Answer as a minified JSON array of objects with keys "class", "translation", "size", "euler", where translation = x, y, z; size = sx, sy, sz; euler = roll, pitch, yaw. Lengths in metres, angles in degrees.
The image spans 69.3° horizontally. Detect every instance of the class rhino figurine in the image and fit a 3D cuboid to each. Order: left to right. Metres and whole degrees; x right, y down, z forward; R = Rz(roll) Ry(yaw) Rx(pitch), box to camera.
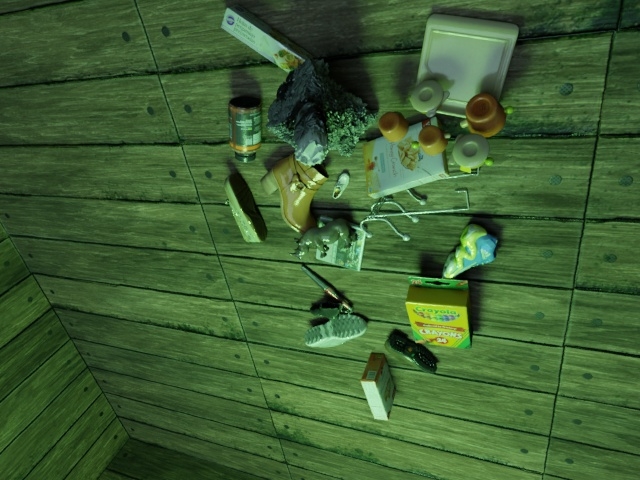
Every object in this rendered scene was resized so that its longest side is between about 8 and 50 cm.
[{"class":"rhino figurine","translation":[0.000,0.000,1.590],"size":[0.243,0.073,0.106],"euler":[-20,111,3]}]

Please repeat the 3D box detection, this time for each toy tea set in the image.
[{"class":"toy tea set","translation":[0.322,-0.301,1.219],"size":[0.336,0.124,0.200],"euler":[27,95,30]}]

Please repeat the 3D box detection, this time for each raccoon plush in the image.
[{"class":"raccoon plush","translation":[0.028,-0.267,1.233],"size":[0.299,0.446,0.216],"euler":[27,133,-31]}]

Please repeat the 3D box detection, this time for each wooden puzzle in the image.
[{"class":"wooden puzzle","translation":[0.368,-0.447,1.203],"size":[0.221,0.044,0.238],"euler":[16,123,15]}]

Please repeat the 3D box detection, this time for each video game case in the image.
[{"class":"video game case","translation":[0.074,0.011,1.674],"size":[0.173,0.022,0.190],"euler":[17,127,14]}]

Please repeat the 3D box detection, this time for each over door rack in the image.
[{"class":"over door rack","translation":[0.299,-0.110,1.340],"size":[0.324,0.239,0.108],"euler":[-15,114,33]}]

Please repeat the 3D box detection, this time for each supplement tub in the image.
[{"class":"supplement tub","translation":[-0.246,-0.357,1.509],"size":[0.106,0.106,0.197],"euler":[18,128,13]}]

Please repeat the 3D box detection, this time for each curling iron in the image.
[{"class":"curling iron","translation":[0.023,0.199,1.821],"size":[0.274,0.035,0.068],"euler":[44,130,-9]}]

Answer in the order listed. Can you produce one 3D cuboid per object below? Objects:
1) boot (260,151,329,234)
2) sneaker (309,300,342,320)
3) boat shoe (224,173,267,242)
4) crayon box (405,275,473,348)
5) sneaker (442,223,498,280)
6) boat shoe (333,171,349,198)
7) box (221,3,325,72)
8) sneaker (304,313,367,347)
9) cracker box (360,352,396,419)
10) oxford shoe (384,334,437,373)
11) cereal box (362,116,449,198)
[{"class":"boot","translation":[-0.046,-0.163,1.568],"size":[0.220,0.109,0.283],"euler":[-30,99,33]},{"class":"sneaker","translation":[0.017,0.268,1.838],"size":[0.170,0.051,0.089],"euler":[13,138,38]},{"class":"boat shoe","translation":[-0.293,-0.108,1.707],"size":[0.089,0.104,0.285],"euler":[-7,120,26]},{"class":"crayon box","translation":[0.410,0.252,1.596],"size":[0.202,0.081,0.318],"euler":[2,138,25]},{"class":"sneaker","translation":[0.481,0.063,1.476],"size":[0.126,0.091,0.240],"euler":[21,132,4]},{"class":"boat shoe","translation":[0.066,-0.180,1.533],"size":[0.035,0.035,0.100],"euler":[31,131,2]},{"class":"box","translation":[-0.131,-0.560,1.338],"size":[0.324,0.067,0.063],"euler":[35,130,0]},{"class":"sneaker","translation":[0.075,0.375,1.904],"size":[0.281,0.105,0.115],"euler":[-19,147,29]},{"class":"cracker box","translation":[0.246,0.607,1.926],"size":[0.067,0.155,0.232],"euler":[-4,121,27]},{"class":"oxford shoe","translation":[0.355,0.452,1.828],"size":[0.227,0.082,0.096],"euler":[34,149,1]},{"class":"cereal box","translation":[0.241,-0.235,1.339],"size":[0.240,0.047,0.173],"euler":[-16,70,33]}]
